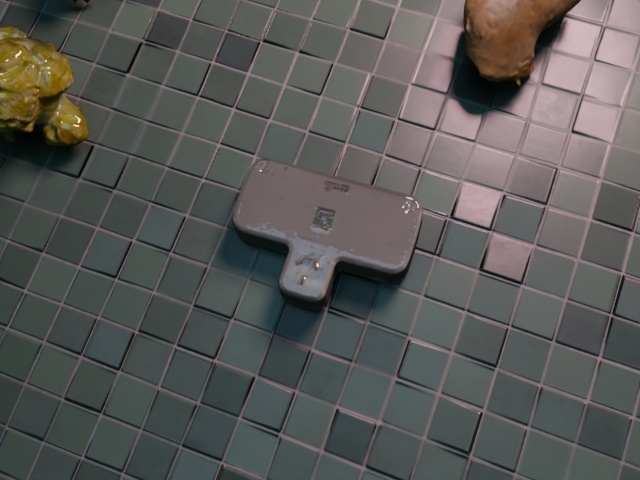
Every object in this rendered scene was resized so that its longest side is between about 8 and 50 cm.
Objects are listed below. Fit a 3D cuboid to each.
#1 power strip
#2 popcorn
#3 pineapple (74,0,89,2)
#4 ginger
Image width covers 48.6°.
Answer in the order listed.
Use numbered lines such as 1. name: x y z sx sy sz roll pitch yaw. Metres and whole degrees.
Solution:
1. power strip: 0.000 0.000 1.016 0.265 0.059 0.193 16 73 9
2. popcorn: -0.451 -0.215 1.060 0.198 0.212 0.197 -29 38 26
3. pineapple: -0.417 -0.501 1.155 0.111 0.119 0.237 -22 75 13
4. ginger: 0.296 -0.354 1.050 0.138 0.152 0.267 32 84 42
